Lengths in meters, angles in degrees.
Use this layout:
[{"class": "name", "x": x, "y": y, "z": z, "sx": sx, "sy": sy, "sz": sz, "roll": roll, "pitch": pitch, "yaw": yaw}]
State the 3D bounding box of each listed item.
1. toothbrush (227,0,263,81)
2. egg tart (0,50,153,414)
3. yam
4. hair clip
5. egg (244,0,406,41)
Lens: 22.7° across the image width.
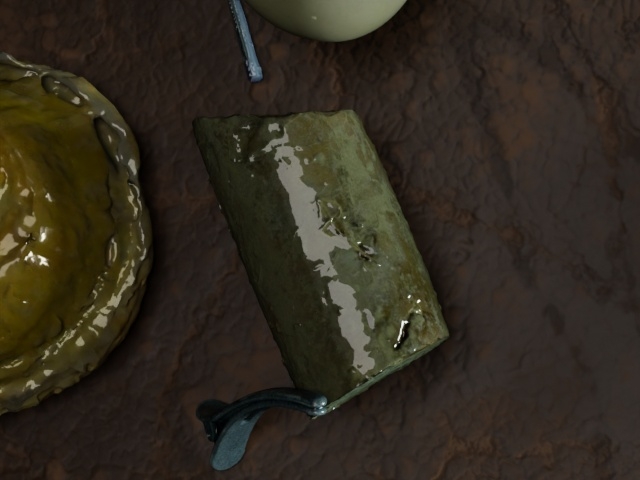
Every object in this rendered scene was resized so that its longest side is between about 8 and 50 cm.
[{"class": "toothbrush", "x": -0.091, "y": -0.263, "z": 1.595, "sx": 0.019, "sy": 0.016, "sz": 0.220, "roll": -15, "pitch": 80, "yaw": 4}, {"class": "egg tart", "x": -0.354, "y": -0.009, "z": 1.568, "sx": 0.387, "sy": 0.169, "sz": 0.388, "roll": -2, "pitch": 79, "yaw": 12}, {"class": "yam", "x": 0.000, "y": 0.000, "z": 1.469, "sx": 0.168, "sy": 0.168, "sz": 0.304, "roll": -23, "pitch": 80, "yaw": 11}, {"class": "hair clip", "x": -0.056, "y": 0.158, "z": 1.455, "sx": 0.039, "sy": 0.229, "sz": 0.070, "roll": -10, "pitch": 78, "yaw": -28}, {"class": "egg", "x": 0.001, "y": -0.315, "z": 1.473, "sx": 0.219, "sy": 0.219, "sz": 0.269, "roll": -11, "pitch": 86, "yaw": 13}]
